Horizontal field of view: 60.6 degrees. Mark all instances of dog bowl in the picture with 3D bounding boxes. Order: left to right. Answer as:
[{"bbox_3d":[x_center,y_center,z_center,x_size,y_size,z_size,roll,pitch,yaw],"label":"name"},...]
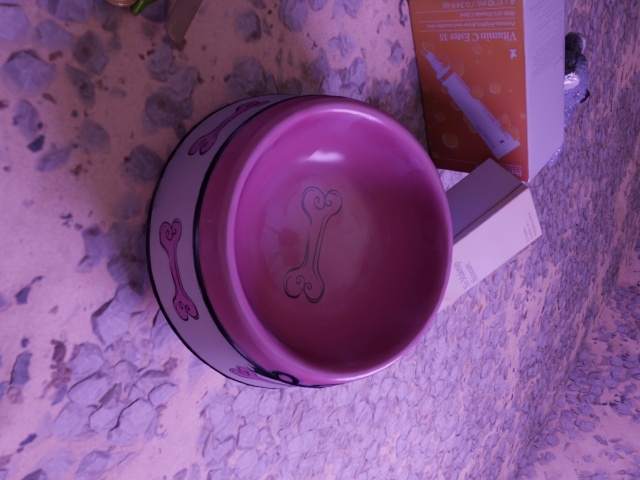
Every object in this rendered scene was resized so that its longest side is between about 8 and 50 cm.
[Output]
[{"bbox_3d":[0.000,0.000,0.707,0.408,0.150,0.408,0,90,-33],"label":"dog bowl"}]

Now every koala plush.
[{"bbox_3d":[0.476,-0.313,1.157,0.196,0.203,0.221,-60,177,-30],"label":"koala plush"}]

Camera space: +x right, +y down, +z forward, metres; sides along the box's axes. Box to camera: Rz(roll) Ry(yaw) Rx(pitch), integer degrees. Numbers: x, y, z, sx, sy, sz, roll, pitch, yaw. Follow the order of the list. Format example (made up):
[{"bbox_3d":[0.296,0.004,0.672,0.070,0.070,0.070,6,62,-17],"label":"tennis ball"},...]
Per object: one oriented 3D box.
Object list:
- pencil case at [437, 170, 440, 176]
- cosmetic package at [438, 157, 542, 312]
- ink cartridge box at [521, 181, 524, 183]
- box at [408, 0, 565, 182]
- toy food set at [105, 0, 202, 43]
[{"bbox_3d":[0.078,-0.025,0.917,0.133,0.119,0.306,43,68,-19],"label":"pencil case"},{"bbox_3d":[0.243,0.011,1.022,0.309,0.113,0.160,-39,137,3],"label":"cosmetic package"},{"bbox_3d":[0.445,-0.181,1.306,0.046,0.097,0.207,32,78,-49],"label":"ink cartridge box"},{"bbox_3d":[0.319,-0.309,1.025,0.168,0.215,0.345,-41,130,-33],"label":"box"},{"bbox_3d":[-0.203,-0.309,0.566,0.192,0.038,0.132,40,65,-42],"label":"toy food set"}]
